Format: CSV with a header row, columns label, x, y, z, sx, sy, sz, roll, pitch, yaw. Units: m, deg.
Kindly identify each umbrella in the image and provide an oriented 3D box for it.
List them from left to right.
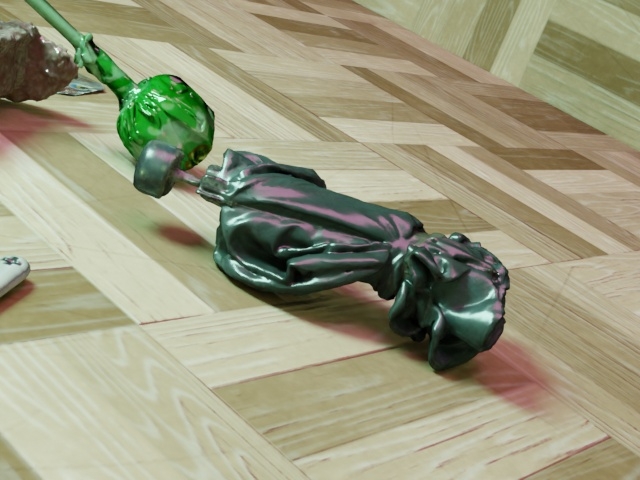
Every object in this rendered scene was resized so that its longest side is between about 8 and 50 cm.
label,x,y,z,sx,sy,sz,roll,pitch,yaw
umbrella,0.000,0.001,0.928,0.348,0.094,0.143,20,26,0

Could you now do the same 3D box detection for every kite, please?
label,x,y,z,sx,sy,sz,roll,pitch,yaw
kite,-0.364,-0.224,1.235,0.229,0.016,0.127,32,19,24

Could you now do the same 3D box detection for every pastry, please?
label,x,y,z,sx,sy,sz,roll,pitch,yaw
pastry,-0.341,-0.166,0.983,0.112,0.103,0.265,40,17,6

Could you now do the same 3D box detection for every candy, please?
label,x,y,z,sx,sy,sz,roll,pitch,yaw
candy,-0.233,-0.188,1.026,0.323,0.097,0.097,43,15,-17

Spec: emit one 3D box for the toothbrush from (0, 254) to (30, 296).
label,x,y,z,sx,sy,sz,roll,pitch,yaw
toothbrush,-0.244,0.058,0.627,0.030,0.030,0.304,23,20,3
